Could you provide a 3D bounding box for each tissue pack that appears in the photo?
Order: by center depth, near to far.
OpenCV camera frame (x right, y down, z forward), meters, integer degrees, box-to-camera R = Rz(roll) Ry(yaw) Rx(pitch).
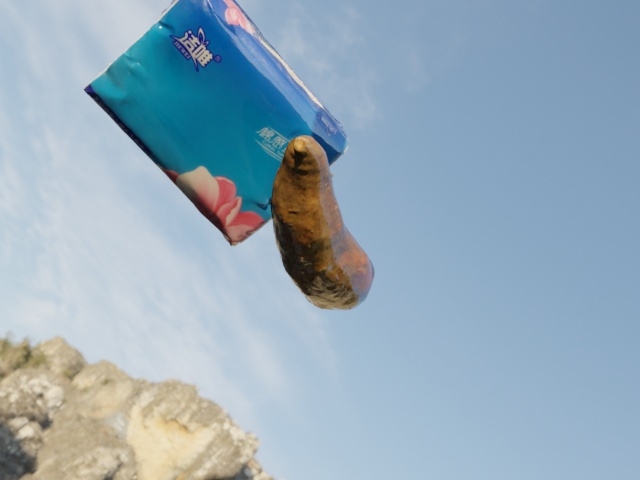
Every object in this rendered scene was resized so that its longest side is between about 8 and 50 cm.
[{"bbox_3d":[-0.120,-0.159,0.893,0.270,0.209,0.137,48,4,-19],"label":"tissue pack"}]

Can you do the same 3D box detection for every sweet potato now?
[{"bbox_3d":[-0.001,0.001,0.798,0.097,0.097,0.292,31,-20,29],"label":"sweet potato"}]
